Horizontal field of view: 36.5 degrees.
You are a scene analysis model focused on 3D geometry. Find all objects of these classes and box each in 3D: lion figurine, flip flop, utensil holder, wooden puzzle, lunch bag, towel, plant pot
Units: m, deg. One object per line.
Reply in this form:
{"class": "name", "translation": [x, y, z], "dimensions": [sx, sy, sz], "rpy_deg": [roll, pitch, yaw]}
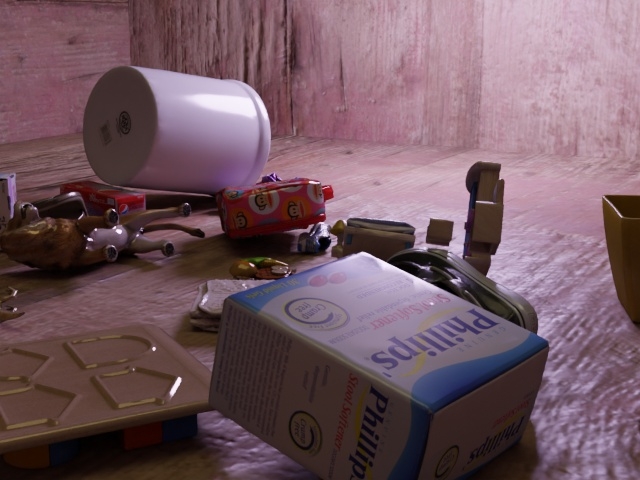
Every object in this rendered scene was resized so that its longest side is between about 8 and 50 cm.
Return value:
{"class": "lion figurine", "translation": [-0.447, -0.005, 1.997], "dimensions": [0.240, 0.142, 0.392], "rpy_deg": [-8, -8, 35]}
{"class": "flip flop", "translation": [-0.554, -0.038, 2.093], "dimensions": [0.112, 0.080, 0.277], "rpy_deg": [-17, -14, -8]}
{"class": "utensil holder", "translation": [-0.376, -0.283, 2.545], "dimensions": [0.327, 0.328, 0.385], "rpy_deg": [11, 6, 40]}
{"class": "wooden puzzle", "translation": [-0.306, 0.195, 1.229], "dimensions": [0.347, 0.081, 0.322], "rpy_deg": [-2, 13, -28]}
{"class": "lunch bag", "translation": [-0.097, -0.082, 2.174], "dimensions": [0.258, 0.120, 0.293], "rpy_deg": [-12, 6, -8]}
{"class": "towel", "translation": [-0.076, 0.106, 1.650], "dimensions": [0.282, 0.049, 0.187], "rpy_deg": [0, 14, -1]}
{"class": "plant pot", "translation": [0.598, 0.033, 1.651], "dimensions": [0.212, 0.187, 0.212], "rpy_deg": [1, 13, 7]}

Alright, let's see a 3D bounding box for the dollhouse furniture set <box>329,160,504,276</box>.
{"class": "dollhouse furniture set", "translation": [0.167, -0.060, 1.761], "dimensions": [0.303, 0.198, 0.286], "rpy_deg": [7, -19, 5]}

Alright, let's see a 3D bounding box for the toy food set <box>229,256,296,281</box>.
{"class": "toy food set", "translation": [-0.110, 0.062, 1.853], "dimensions": [0.132, 0.039, 0.192], "rpy_deg": [1, 13, 3]}

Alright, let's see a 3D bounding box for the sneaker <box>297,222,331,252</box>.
{"class": "sneaker", "translation": [0.000, 0.000, 2.117], "dimensions": [0.058, 0.052, 0.135], "rpy_deg": [16, 25, 20]}

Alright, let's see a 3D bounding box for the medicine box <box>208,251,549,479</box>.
{"class": "medicine box", "translation": [0.068, 0.153, 1.121], "dimensions": [0.289, 0.149, 0.263], "rpy_deg": [25, 26, 33]}

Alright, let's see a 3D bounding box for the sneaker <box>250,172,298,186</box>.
{"class": "sneaker", "translation": [-0.145, -0.123, 2.499], "dimensions": [0.236, 0.105, 0.095], "rpy_deg": [1, 15, 10]}

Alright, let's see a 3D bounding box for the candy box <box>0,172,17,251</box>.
{"class": "candy box", "translation": [-0.760, -0.061, 2.101], "dimensions": [0.196, 0.165, 0.070], "rpy_deg": [-1, 14, -4]}

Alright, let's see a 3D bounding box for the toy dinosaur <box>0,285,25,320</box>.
{"class": "toy dinosaur", "translation": [-0.541, 0.122, 1.615], "dimensions": [0.183, 0.053, 0.093], "rpy_deg": [-3, 27, 21]}

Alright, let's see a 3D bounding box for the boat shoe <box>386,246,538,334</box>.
{"class": "boat shoe", "translation": [0.194, 0.089, 1.558], "dimensions": [0.119, 0.121, 0.335], "rpy_deg": [-4, 15, -35]}

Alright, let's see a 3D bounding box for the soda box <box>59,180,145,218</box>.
{"class": "soda box", "translation": [-0.540, -0.089, 2.400], "dimensions": [0.092, 0.084, 0.263], "rpy_deg": [-13, 19, -43]}
